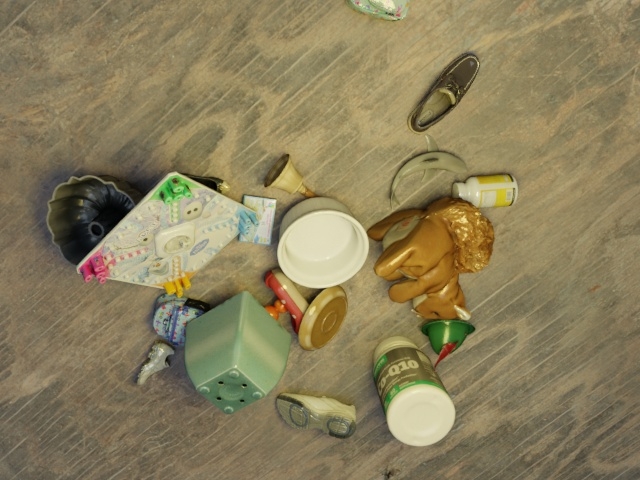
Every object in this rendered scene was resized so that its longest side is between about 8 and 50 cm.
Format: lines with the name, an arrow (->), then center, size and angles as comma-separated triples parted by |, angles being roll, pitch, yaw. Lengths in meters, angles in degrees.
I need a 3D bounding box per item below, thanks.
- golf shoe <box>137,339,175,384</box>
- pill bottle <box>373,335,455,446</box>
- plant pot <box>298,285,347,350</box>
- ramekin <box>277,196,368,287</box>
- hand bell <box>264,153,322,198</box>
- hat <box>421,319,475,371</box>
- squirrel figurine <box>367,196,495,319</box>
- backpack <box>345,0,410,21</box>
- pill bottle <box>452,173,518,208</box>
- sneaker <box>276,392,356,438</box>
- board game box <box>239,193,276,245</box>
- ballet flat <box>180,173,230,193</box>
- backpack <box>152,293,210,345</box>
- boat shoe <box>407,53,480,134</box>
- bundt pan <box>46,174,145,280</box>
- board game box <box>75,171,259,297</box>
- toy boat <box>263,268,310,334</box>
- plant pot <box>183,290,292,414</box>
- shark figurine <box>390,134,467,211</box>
golf shoe -> -0.563, 0.430, 1.662 | 0.086, 0.069, 0.176 | 28, 103, -16
pill bottle -> 0.281, 0.465, 1.568 | 0.204, 0.361, 0.204 | -1, 105, -4
plant pot -> 0.019, 0.259, 1.580 | 0.032, 0.236, 0.236 | 26, 106, 31
ramekin -> 0.000, 0.000, 1.509 | 0.277, 0.135, 0.277 | -5, 122, -7
hand bell -> -0.045, -0.149, 1.528 | 0.242, 0.126, 0.126 | 36, 101, -24
hat -> 0.419, 0.375, 1.609 | 0.209, 0.183, 0.173 | 12, 148, -16
squirrel figurine -> 0.386, 0.073, 1.522 | 0.397, 0.281, 0.370 | -33, 111, 8
backpack -> 0.163, -0.710, 1.356 | 0.189, 0.144, 0.165 | 11, 110, -3
pill bottle -> 0.520, -0.154, 1.547 | 0.184, 0.103, 0.103 | -4, 105, -2
sneaker -> -0.012, 0.604, 1.723 | 0.297, 0.129, 0.111 | 16, 107, 11
board game box -> -0.202, -0.065, 1.567 | 0.104, 0.026, 0.154 | 8, 105, -5
ballet flat -> -0.369, -0.172, 1.515 | 0.173, 0.049, 0.057 | 8, 105, -6
backpack -> -0.468, 0.260, 1.594 | 0.173, 0.117, 0.158 | 20, 104, -8
boat shoe -> 0.380, -0.438, 1.466 | 0.103, 0.092, 0.285 | 42, 99, -13
bundt pan -> -0.640, -0.049, 1.468 | 0.331, 0.124, 0.330 | 4, 110, 11
board game box -> -0.412, 0.010, 1.398 | 0.390, 0.390, 0.050 | -41, 63, 12
toy boat -> -0.126, 0.215, 1.575 | 0.151, 0.151, 0.231 | -37, 104, -6
plant pot -> -0.250, 0.356, 1.441 | 0.248, 0.252, 0.247 | -31, 119, 16
shark figurine -> 0.311, -0.219, 1.514 | 0.278, 0.116, 0.166 | -28, 104, 2
